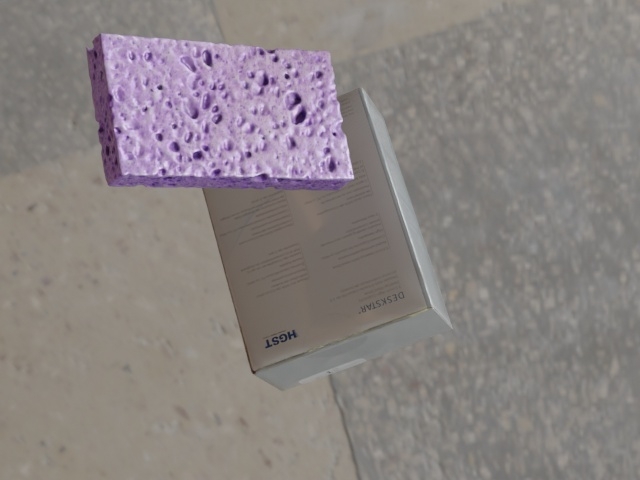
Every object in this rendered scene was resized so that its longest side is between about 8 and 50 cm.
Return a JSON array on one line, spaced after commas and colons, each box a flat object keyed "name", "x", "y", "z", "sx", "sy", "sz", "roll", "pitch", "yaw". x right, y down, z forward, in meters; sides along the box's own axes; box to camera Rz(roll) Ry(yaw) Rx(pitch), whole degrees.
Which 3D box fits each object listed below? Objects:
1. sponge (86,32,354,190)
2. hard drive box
[{"name": "sponge", "x": -0.078, "y": -0.100, "z": 1.177, "sx": 0.210, "sy": 0.031, "sz": 0.117, "roll": 0, "pitch": 72, "yaw": -32}, {"name": "hard drive box", "x": 0.000, "y": 0.000, "z": 1.401, "sx": 0.181, "sy": 0.089, "sz": 0.232, "roll": -20, "pitch": 69, "yaw": 11}]
